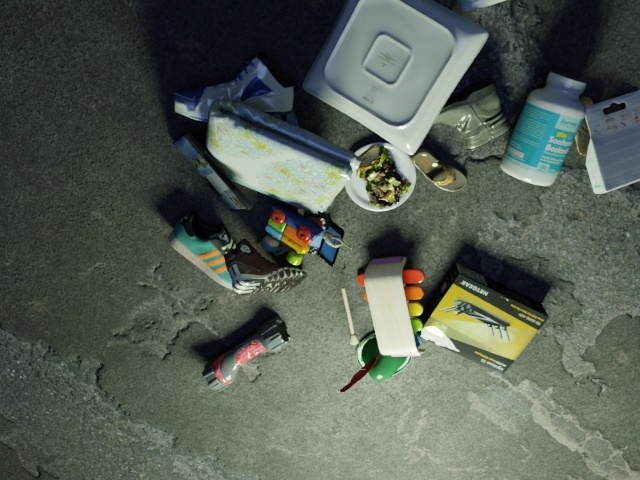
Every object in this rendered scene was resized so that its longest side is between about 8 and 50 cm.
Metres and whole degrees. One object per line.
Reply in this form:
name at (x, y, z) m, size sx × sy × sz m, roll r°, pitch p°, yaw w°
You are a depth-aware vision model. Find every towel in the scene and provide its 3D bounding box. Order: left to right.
towel at (-0.110, -0.205, 1.437) m, size 0.375 × 0.320 × 0.090 m, roll 22°, pitch 70°, yaw -8°

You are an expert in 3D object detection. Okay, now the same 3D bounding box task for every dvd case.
dvd case at (-0.292, -0.179, 1.525) m, size 0.022 × 0.180 × 0.253 m, roll -44°, pitch 108°, yaw -16°

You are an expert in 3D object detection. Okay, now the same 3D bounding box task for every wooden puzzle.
wooden puzzle at (-0.121, 0.007, 1.677) m, size 0.116 × 0.014 × 0.078 m, roll -32°, pitch 109°, yaw 15°

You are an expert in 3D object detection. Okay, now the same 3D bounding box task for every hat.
hat at (0.189, 0.405, 1.742) m, size 0.208 × 0.183 × 0.173 m, roll -38°, pitch 107°, yaw 18°

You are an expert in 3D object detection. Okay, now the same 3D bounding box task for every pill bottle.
pill bottle at (0.569, -0.282, 1.434) m, size 0.146 × 0.146 × 0.264 m, roll 14°, pitch 114°, yaw -3°

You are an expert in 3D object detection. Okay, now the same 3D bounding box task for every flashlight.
flashlight at (-0.232, 0.365, 1.795) m, size 0.304 × 0.103 × 0.103 m, roll -33°, pitch 107°, yaw 17°

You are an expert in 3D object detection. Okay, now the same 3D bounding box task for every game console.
game console at (0.000, 0.000, 1.634) m, size 0.107 × 0.071 × 0.122 m, roll 13°, pitch 114°, yaw -10°

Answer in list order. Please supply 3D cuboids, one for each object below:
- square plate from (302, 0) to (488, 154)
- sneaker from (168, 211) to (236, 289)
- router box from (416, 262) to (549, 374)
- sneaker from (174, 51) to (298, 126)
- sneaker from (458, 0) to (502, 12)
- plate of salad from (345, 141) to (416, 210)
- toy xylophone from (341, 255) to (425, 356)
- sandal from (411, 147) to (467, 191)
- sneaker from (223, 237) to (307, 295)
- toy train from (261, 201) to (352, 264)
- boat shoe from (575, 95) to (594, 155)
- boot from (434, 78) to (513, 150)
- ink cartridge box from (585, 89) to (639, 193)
square plate at (0.170, -0.441, 1.396) m, size 0.347 × 0.049 × 0.344 m, roll 33°, pitch 111°, yaw 5°
sneaker at (-0.289, 0.035, 1.648) m, size 0.302 × 0.108 × 0.121 m, roll 35°, pitch 116°, yaw -10°
router box at (0.478, 0.239, 1.707) m, size 0.309 × 0.081 × 0.243 m, roll 25°, pitch 114°, yaw -7°
sneaker at (-0.205, -0.393, 1.455) m, size 0.316 × 0.127 × 0.182 m, roll 6°, pitch 111°, yaw -7°
sneaker at (0.437, -0.641, 1.312) m, size 0.256 × 0.094 × 0.151 m, roll -15°, pitch 109°, yaw 9°
plate of salad at (0.164, -0.170, 1.563) m, size 0.200 × 0.048 × 0.199 m, roll 1°, pitch 114°, yaw 2°
toy xylophone at (0.190, 0.205, 1.675) m, size 0.236 × 0.081 × 0.322 m, roll 1°, pitch 106°, yaw 25°
sandal at (0.322, -0.184, 1.540) m, size 0.180 × 0.049 × 0.072 m, roll 31°, pitch 112°, yaw -21°
sneaker at (-0.162, 0.062, 1.625) m, size 0.106 × 0.281 × 0.162 m, roll -42°, pitch 66°, yaw 26°
toy train at (-0.047, 0.012, 1.592) m, size 0.248 × 0.105 × 0.143 m, roll 34°, pitch 117°, yaw 11°
boat shoe at (0.687, -0.299, 1.481) m, size 0.056 × 0.048 × 0.153 m, roll -10°, pitch 107°, yaw 17°
boot at (0.367, -0.299, 1.479) m, size 0.247 × 0.083 × 0.161 m, roll -21°, pitch 117°, yaw 14°
ink cartridge box at (0.768, -0.253, 1.469) m, size 0.181 × 0.056 × 0.224 m, roll -18°, pitch 93°, yaw -10°
